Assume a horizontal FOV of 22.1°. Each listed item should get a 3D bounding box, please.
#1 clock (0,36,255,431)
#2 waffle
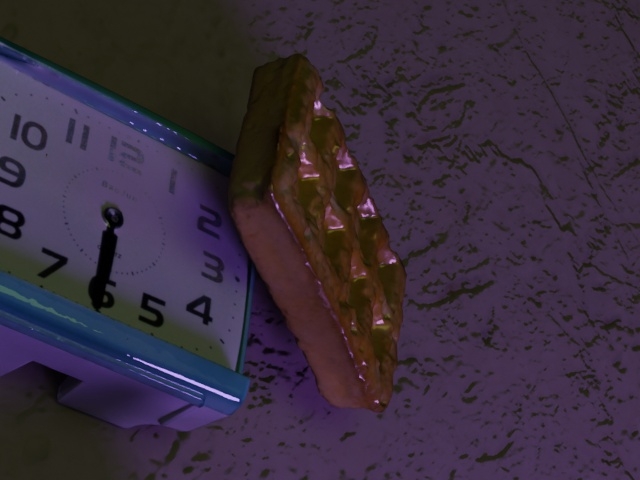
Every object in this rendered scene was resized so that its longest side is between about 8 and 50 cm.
[{"bbox_3d":[-0.179,0.005,1.244,0.262,0.116,0.231,27,50,-29],"label":"clock"},{"bbox_3d":[0.000,0.000,1.328,0.168,0.057,0.274,-80,153,-44],"label":"waffle"}]
